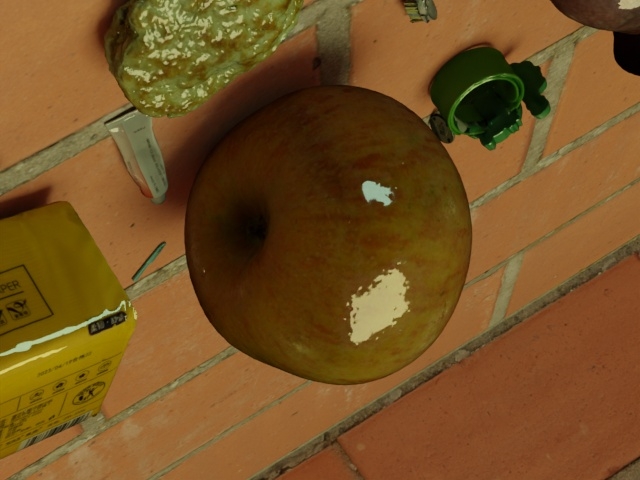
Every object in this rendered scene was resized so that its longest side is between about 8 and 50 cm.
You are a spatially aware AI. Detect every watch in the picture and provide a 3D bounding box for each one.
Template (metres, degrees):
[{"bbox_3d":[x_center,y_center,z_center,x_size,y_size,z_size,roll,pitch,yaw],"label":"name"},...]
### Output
[{"bbox_3d":[0.256,-0.238,2.141,0.165,0.131,0.152,-35,142,13],"label":"watch"}]

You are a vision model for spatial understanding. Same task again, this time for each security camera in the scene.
[{"bbox_3d":[0.229,-0.202,2.249,0.092,0.058,0.058,-35,162,-23],"label":"security camera"}]

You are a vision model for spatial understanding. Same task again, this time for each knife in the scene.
[{"bbox_3d":[-0.255,0.032,2.068,0.014,0.005,0.091,-7,146,-50],"label":"knife"}]

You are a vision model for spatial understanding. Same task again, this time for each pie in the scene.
[{"bbox_3d":[-0.128,-0.248,1.517,0.248,0.090,0.201,-35,150,0],"label":"pie"}]

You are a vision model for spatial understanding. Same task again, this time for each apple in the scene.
[{"bbox_3d":[0.000,0.000,1.850,0.333,0.400,0.400,-12,151,-33],"label":"apple"}]

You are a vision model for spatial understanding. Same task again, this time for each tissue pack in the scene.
[{"bbox_3d":[-0.455,0.147,1.688,0.382,0.228,0.293,-23,158,-34],"label":"tissue pack"}]

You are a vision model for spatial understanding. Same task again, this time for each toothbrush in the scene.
[{"bbox_3d":[0.077,-0.343,1.701,0.042,0.035,0.413,-5,167,18],"label":"toothbrush"}]

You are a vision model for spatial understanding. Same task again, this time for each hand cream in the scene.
[{"bbox_3d":[-0.228,-0.104,1.770,0.052,0.038,0.216,-54,161,-21],"label":"hand cream"}]

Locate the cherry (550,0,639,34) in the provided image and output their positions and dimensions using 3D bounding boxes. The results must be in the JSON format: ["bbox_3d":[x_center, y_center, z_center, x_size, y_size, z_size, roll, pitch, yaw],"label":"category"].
[{"bbox_3d":[0.418,-0.401,1.898,0.239,0.206,0.239,-21,121,-40],"label":"cherry"}]

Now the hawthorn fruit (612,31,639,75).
[{"bbox_3d":[0.590,-0.365,2.229,0.249,0.215,0.215,-15,152,-41],"label":"hawthorn fruit"}]
